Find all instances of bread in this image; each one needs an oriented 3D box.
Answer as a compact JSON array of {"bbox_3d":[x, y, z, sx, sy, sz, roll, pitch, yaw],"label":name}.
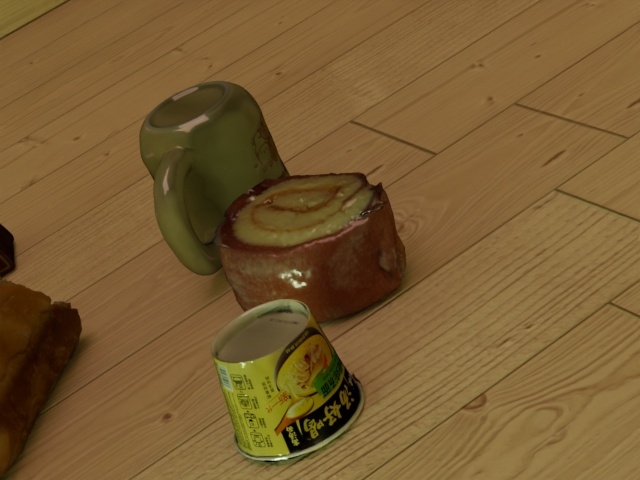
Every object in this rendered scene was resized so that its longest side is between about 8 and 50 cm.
[{"bbox_3d":[-0.005,0.008,1.731,0.244,0.123,0.190,-4,35,37],"label":"bread"},{"bbox_3d":[-0.436,0.168,1.781,0.195,0.149,0.344,-16,28,19],"label":"bread"}]

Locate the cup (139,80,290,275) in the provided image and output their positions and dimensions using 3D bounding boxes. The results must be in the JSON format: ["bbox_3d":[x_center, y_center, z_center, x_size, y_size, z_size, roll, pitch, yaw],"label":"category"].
[{"bbox_3d":[-0.164,-0.075,1.929,0.173,0.202,0.255,4,39,44],"label":"cup"}]

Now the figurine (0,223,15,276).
[{"bbox_3d":[-0.535,0.024,2.222,0.098,0.082,0.154,-37,26,7],"label":"figurine"}]

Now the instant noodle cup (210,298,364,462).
[{"bbox_3d":[-0.042,0.143,1.516,0.151,0.122,0.151,-18,28,10],"label":"instant noodle cup"}]
